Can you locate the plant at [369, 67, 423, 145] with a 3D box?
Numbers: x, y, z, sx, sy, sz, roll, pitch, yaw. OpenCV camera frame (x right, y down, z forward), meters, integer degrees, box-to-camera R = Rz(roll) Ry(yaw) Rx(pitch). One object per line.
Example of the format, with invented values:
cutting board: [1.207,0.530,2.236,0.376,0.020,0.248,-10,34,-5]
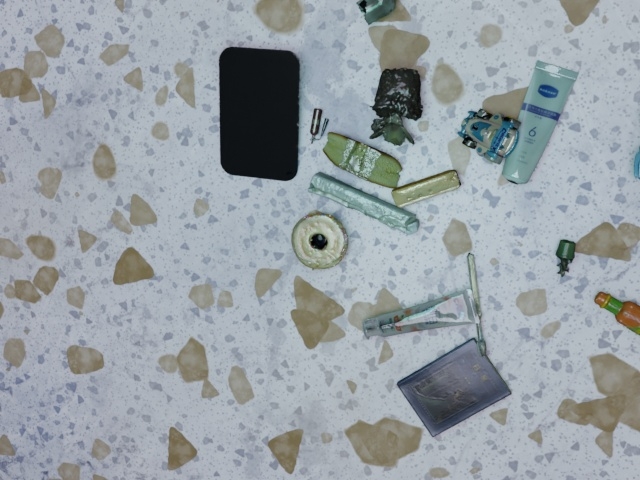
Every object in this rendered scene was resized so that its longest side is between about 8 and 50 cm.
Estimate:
plant: [0.203,-0.356,1.744,0.142,0.131,0.203,1,101,11]

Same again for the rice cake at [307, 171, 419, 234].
rice cake: [0.125,-0.105,1.839,0.336,0.066,0.063,24,112,11]

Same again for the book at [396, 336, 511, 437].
book: [0.381,0.425,1.876,0.269,0.025,0.191,-34,89,17]

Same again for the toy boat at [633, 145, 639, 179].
toy boat: [0.837,-0.252,1.620,0.098,0.109,0.237,8,103,48]

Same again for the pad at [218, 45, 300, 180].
pad: [-0.202,-0.372,1.904,0.315,0.063,0.375,8,111,12]

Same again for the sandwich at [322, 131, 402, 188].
sandwich: [0.111,-0.225,1.810,0.244,0.088,0.090,26,104,9]

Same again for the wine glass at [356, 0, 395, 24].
wine glass: [0.192,-0.654,1.727,0.195,0.079,0.079,-30,90,16]

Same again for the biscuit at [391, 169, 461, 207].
biscuit: [0.291,-0.142,1.793,0.188,0.052,0.056,-17,104,12]

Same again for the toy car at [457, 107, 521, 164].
toy car: [0.431,-0.284,1.701,0.161,0.098,0.126,34,105,24]

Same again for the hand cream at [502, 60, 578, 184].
hand cream: [0.563,-0.301,1.710,0.109,0.067,0.320,21,96,12]

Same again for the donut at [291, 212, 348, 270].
donut: [0.000,0.000,1.887,0.175,0.068,0.174,2,101,12]

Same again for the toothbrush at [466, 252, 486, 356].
toothbrush: [0.435,0.180,1.817,0.026,0.028,0.294,-8,89,-2]

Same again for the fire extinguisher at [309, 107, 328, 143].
fire extinguisher: [-0.004,-0.324,1.860,0.046,0.032,0.100,5,102,-21]

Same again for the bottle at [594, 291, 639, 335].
bottle: [0.809,0.194,1.708,0.187,0.069,0.069,31,105,10]

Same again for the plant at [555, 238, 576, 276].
plant: [0.649,0.051,1.735,0.051,0.051,0.102,8,106,13]

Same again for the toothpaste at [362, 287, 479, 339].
toothpaste: [0.280,0.220,1.847,0.323,0.066,0.100,-15,83,17]
